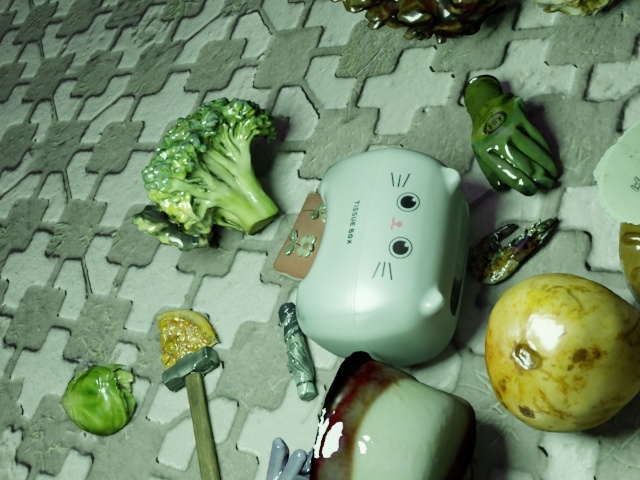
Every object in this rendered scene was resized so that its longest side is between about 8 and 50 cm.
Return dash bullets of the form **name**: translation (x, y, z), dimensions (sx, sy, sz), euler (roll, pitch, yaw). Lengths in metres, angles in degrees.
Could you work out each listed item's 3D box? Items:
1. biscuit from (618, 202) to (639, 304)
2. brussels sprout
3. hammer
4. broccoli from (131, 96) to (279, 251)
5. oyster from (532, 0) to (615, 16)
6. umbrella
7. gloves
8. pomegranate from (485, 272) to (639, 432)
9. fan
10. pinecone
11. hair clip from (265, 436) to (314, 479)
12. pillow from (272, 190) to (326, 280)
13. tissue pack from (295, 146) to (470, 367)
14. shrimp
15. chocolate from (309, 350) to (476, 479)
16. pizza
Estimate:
- **biscuit**: translation (0.568, -0.001, 1.067), dimensions (0.332, 0.103, 0.332), euler (-17, 56, 26)
- **brussels sprout**: translation (-0.443, 0.317, 1.593), dimensions (0.181, 0.100, 0.139), euler (-12, 76, 16)
- **hammer**: translation (-0.210, 0.364, 1.432), dimensions (0.111, 0.043, 0.365), euler (-30, 51, 16)
- **broccoli**: translation (-0.225, -0.130, 1.574), dimensions (0.272, 0.324, 0.334), euler (69, 153, 18)
- **oyster**: translation (0.502, -0.525, 1.415), dimensions (0.198, 0.133, 0.337), euler (14, 69, 42)
- **umbrella**: translation (-0.045, 0.193, 1.414), dimensions (0.046, 0.050, 0.188), euler (-44, 43, 35)
- **gloves**: translation (0.308, -0.179, 1.363), dimensions (0.135, 0.107, 0.268), euler (-57, 41, 37)
- **pomegranate**: translation (0.329, 0.146, 1.083), dimensions (0.215, 0.215, 0.215), euler (-17, 54, 26)
- **fan**: translation (0.562, -0.168, 1.101), dimensions (0.415, 0.012, 0.233), euler (-41, 35, 10)
- **pinecone**: translation (0.188, -0.542, 1.495), dimensions (0.398, 0.398, 0.397), euler (-17, 54, 26)
- **hair clip**: translation (-0.086, 0.429, 1.272), dimensions (0.137, 0.090, 0.278), euler (21, 76, 50)
- **pillow**: translation (0.000, 0.000, 1.482), dimensions (0.171, 0.075, 0.179), euler (20, 77, 40)
- **tissue pack**: translation (0.120, 0.026, 1.277), dimensions (0.236, 0.229, 0.333), euler (-3, 62, 30)
- **shrimp**: translation (0.307, 0.003, 1.293), dimensions (0.161, 0.034, 0.091), euler (-39, 47, 10)
- **chocolate**: translation (0.116, 0.307, 1.113), dimensions (0.186, 0.283, 0.283), euler (5, 65, 20)
- **pizza**: translation (-0.278, 0.196, 1.582), dimensions (0.178, 0.041, 0.131), euler (30, 84, 43)
